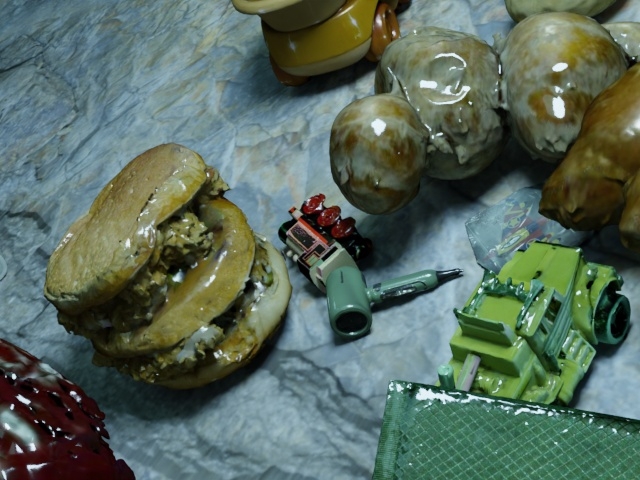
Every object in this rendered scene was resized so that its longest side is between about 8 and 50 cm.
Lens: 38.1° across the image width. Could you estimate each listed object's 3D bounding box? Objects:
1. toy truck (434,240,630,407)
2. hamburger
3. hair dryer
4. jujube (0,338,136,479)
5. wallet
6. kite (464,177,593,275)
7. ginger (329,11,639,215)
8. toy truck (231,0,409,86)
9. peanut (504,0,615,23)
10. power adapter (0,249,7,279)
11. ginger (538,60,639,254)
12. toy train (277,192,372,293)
[{"bbox_3d":[0.160,0.102,0.794,0.128,0.135,0.259,13,54,42],"label":"toy truck"},{"bbox_3d":[-0.173,0.041,1.030,0.245,0.211,0.260,-42,33,1],"label":"hamburger"},{"bbox_3d":[0.079,0.049,0.984,0.150,0.047,0.071,-18,39,9],"label":"hair dryer"},{"bbox_3d":[-0.346,0.229,0.927,0.258,0.258,0.376,-49,37,-19],"label":"jujube"},{"bbox_3d":[0.152,0.198,0.671,0.236,0.055,0.160,8,82,12],"label":"wallet"},{"bbox_3d":[0.269,-0.042,0.968,0.245,0.015,0.141,-32,39,2],"label":"kite"},{"bbox_3d":[0.192,-0.149,1.012,0.375,0.176,0.256,-12,31,10],"label":"ginger"},{"bbox_3d":[0.003,-0.356,1.334,0.204,0.212,0.288,-10,47,24],"label":"toy truck"},{"bbox_3d":[0.310,-0.328,1.167,0.159,0.109,0.140,-33,38,3],"label":"peanut"},{"bbox_3d":[-0.547,0.031,1.369,0.130,0.125,0.205,-37,39,-6],"label":"power adapter"},{"bbox_3d":[0.372,-0.073,0.807,0.357,0.152,0.274,0,44,31],"label":"ginger"},{"bbox_3d":[0.000,0.000,1.082,0.087,0.050,0.138,-42,38,-5],"label":"toy train"}]
